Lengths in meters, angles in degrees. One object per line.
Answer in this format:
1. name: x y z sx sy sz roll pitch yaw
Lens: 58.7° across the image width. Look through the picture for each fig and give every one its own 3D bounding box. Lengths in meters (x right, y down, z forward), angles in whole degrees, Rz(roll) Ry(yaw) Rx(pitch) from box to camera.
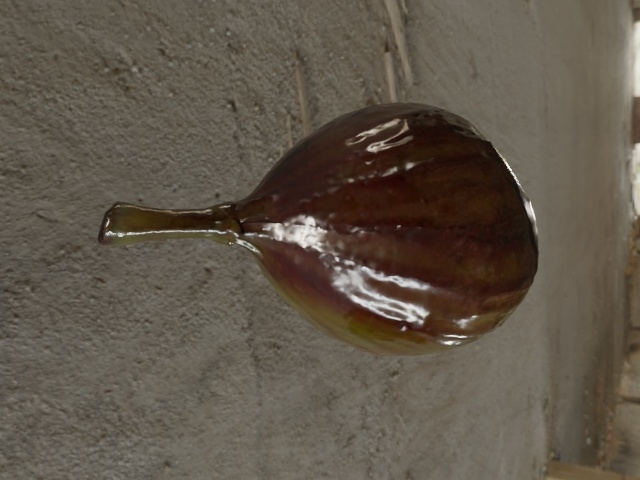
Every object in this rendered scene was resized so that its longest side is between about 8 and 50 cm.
1. fig: 0.000 0.000 0.442 0.321 0.217 0.217 -5 96 -28
